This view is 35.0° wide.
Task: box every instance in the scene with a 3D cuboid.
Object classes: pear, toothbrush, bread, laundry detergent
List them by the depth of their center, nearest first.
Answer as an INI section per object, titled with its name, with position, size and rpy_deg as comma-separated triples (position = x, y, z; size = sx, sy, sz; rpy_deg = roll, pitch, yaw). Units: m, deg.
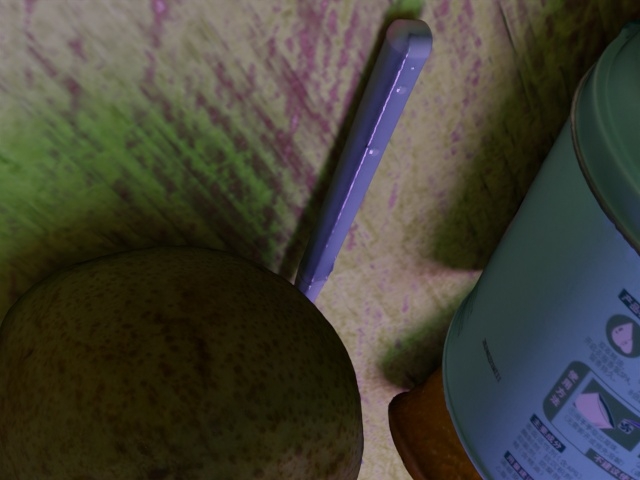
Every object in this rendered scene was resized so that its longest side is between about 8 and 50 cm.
[pear]
position = -0.075, 0.112, 0.584
size = 0.228, 0.211, 0.188
rpy_deg = 6, 131, -41
[laundry detergent]
position = 0.259, 0.025, 0.639
size = 0.287, 0.287, 0.305
rpy_deg = -9, 142, -26
[toothbrush]
position = 0.001, 0.002, 0.655
size = 0.025, 0.030, 0.342
rpy_deg = -7, 141, -29
[bread]
position = 0.182, 0.180, 0.878
size = 0.269, 0.195, 0.143
rpy_deg = 19, 117, -43
